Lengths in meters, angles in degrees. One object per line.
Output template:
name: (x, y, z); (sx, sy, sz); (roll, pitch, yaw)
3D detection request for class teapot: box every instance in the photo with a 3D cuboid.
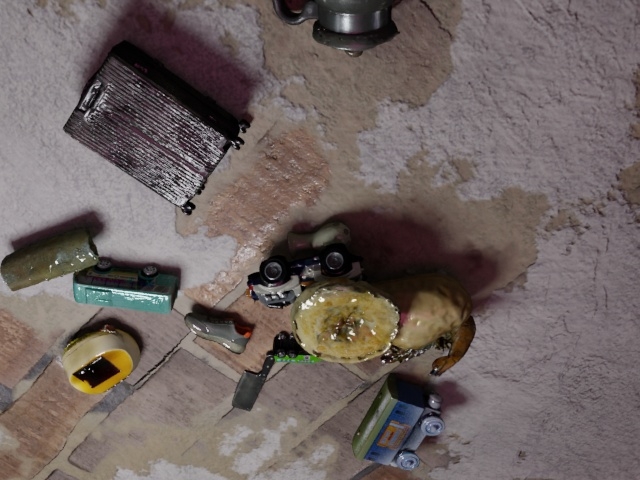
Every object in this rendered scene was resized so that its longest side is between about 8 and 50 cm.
teapot: (0.030, -0.493, 1.243); (0.305, 0.223, 0.285); (-4, 126, -2)

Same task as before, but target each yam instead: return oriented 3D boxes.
yam: (-0.662, 0.044, 1.584); (0.259, 0.106, 0.106); (-18, 118, 9)

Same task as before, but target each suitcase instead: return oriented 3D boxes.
suitcase: (-0.358, -0.248, 1.406); (0.335, 0.152, 0.229); (34, 112, -16)

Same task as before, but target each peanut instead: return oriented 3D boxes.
peanut: (0.198, 0.192, 1.656); (0.387, 0.169, 0.192); (-11, 110, 8)

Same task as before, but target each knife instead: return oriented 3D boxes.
knife: (-0.197, 0.407, 1.852); (0.072, 0.019, 0.245); (20, 119, -11)

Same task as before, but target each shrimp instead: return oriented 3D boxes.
shrimp: (0.281, 0.293, 1.691); (0.290, 0.222, 0.054); (-27, 113, 23)

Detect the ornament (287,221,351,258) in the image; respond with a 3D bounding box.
ornament: (0.000, 0.000, 1.593); (0.156, 0.081, 0.075); (-9, 111, 9)

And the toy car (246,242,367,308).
toy car: (-0.035, 0.103, 1.589); (0.301, 0.118, 0.193); (-12, 162, 3)

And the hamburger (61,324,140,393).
hamburger: (-0.599, 0.324, 1.745); (0.210, 0.116, 0.173); (-36, 123, 13)

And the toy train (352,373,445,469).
toy train: (0.230, 0.547, 1.878); (0.202, 0.131, 0.299); (19, 117, -10)

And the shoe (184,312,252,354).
shoe: (-0.272, 0.233, 1.727); (0.194, 0.074, 0.077); (33, 102, -21)

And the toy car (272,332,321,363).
toy car: (-0.050, 0.303, 1.770); (0.165, 0.071, 0.062); (3, 134, -3)

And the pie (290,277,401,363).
pie: (0.061, 0.195, 1.531); (0.274, 0.055, 0.274); (0, 125, 0)

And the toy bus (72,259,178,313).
toy bus: (-0.499, 0.120, 1.634); (0.262, 0.109, 0.091); (7, 125, -4)
